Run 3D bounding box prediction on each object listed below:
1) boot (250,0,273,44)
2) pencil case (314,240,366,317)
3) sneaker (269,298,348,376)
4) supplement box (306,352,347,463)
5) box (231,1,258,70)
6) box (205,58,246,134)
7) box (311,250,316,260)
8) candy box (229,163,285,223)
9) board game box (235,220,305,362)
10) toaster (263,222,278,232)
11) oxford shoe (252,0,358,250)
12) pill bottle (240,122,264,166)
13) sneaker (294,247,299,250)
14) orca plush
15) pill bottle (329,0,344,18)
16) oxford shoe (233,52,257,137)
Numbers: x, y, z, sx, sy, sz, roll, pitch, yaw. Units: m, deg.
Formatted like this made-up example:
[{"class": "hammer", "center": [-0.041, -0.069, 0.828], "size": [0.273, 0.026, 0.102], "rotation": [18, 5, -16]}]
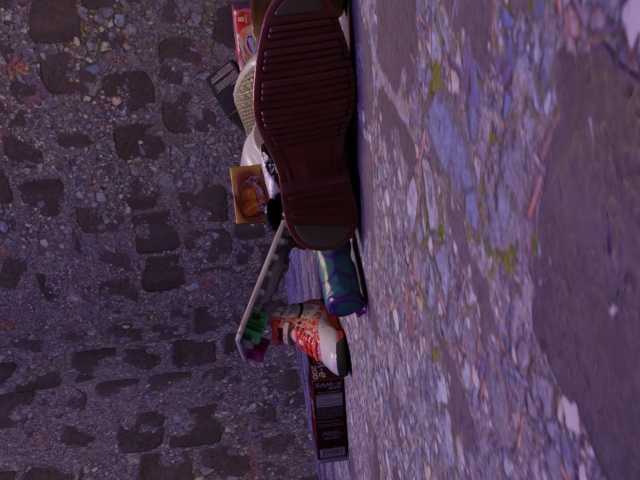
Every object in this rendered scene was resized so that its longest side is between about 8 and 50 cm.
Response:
[{"class": "boot", "center": [-0.074, -0.373, 1.692], "size": [0.112, 0.115, 0.305], "rotation": [170, 92, -83]}, {"class": "pencil case", "center": [0.029, 0.046, 1.341], "size": [0.070, 0.065, 0.151], "rotation": [31, -142, -45]}, {"class": "sneaker", "center": [-0.028, 0.207, 1.755], "size": [0.270, 0.145, 0.090], "rotation": [-108, 12, -66]}, {"class": "supplement box", "center": [0.014, 0.374, 1.935], "size": [0.130, 0.073, 0.239], "rotation": [-105, 10, -62]}, {"class": "box", "center": [-0.149, -0.532, 2.176], "size": [0.300, 0.142, 0.154], "rotation": [-110, 15, -70]}, {"class": "box", "center": [-0.197, -0.358, 2.198], "size": [0.156, 0.093, 0.158], "rotation": [40, -163, -56]}, {"class": "box", "center": [0.000, 0.000, 1.763], "size": [0.136, 0.028, 0.081], "rotation": [-127, 36, -70]}, {"class": "candy box", "center": [-0.072, -0.094, 1.608], "size": [0.053, 0.187, 0.109], "rotation": [107, 155, -85]}, {"class": "board game box", "center": [-0.094, 0.083, 1.965], "size": [0.390, 0.050, 0.389], "rotation": [101, -171, -75]}, {"class": "toaster", "center": [-0.130, -0.128, 2.339], "size": [0.185, 0.110, 0.168], "rotation": [-60, -7, -4]}, {"class": "oxford shoe", "center": [-0.023, -0.181, 1.227], "size": [0.146, 0.141, 0.396], "rotation": [-96, 3, -56]}, {"class": "pill bottle", "center": [-0.104, -0.175, 1.960], "size": [0.283, 0.161, 0.160], "rotation": [112, 151, -66]}, {"class": "sneaker", "center": [-0.081, -0.025, 2.350], "size": [0.085, 0.086, 0.237], "rotation": [55, 166, 15]}, {"class": "orca plush", "center": [-0.006, -0.044, 1.435], "size": [0.102, 0.151, 0.287], "rotation": [-1, 108, 48]}, {"class": "pill bottle", "center": [0.011, -0.338, 1.139], "size": [0.083, 0.044, 0.043], "rotation": [91, 171, -58]}, {"class": "oxford shoe", "center": [-0.106, -0.326, 1.982], "size": [0.449, 0.169, 0.130], "rotation": [96, -169, -69]}]
